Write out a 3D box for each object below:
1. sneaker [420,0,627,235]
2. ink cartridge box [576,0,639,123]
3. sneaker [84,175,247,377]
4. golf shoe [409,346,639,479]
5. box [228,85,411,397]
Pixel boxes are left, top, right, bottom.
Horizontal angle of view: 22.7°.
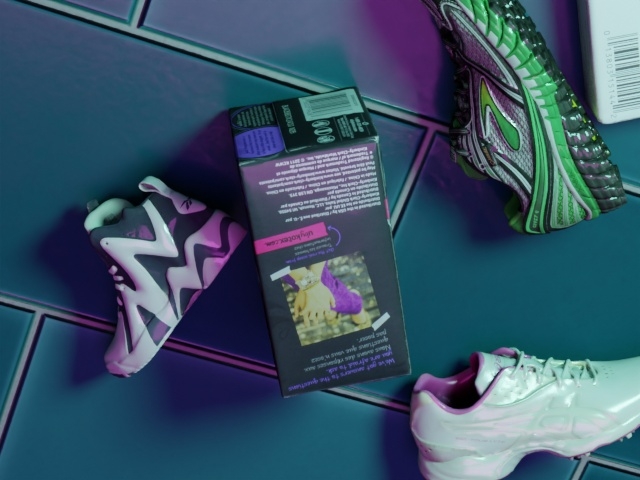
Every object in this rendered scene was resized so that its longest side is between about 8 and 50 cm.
[{"bbox_3d":[0.179,-0.140,1.626,0.146,0.134,0.343,-29,112,14],"label":"sneaker"},{"bbox_3d":[0.391,-0.284,1.619,0.261,0.066,0.296,-10,116,-1],"label":"ink cartridge box"},{"bbox_3d":[-0.200,0.028,1.688,0.153,0.094,0.235,38,125,-2],"label":"sneaker"},{"bbox_3d":[0.244,0.176,1.792,0.306,0.115,0.140,-20,112,1],"label":"golf shoe"},{"bbox_3d":[0.000,0.000,1.649,0.143,0.165,0.270,-10,116,-2],"label":"box"}]
